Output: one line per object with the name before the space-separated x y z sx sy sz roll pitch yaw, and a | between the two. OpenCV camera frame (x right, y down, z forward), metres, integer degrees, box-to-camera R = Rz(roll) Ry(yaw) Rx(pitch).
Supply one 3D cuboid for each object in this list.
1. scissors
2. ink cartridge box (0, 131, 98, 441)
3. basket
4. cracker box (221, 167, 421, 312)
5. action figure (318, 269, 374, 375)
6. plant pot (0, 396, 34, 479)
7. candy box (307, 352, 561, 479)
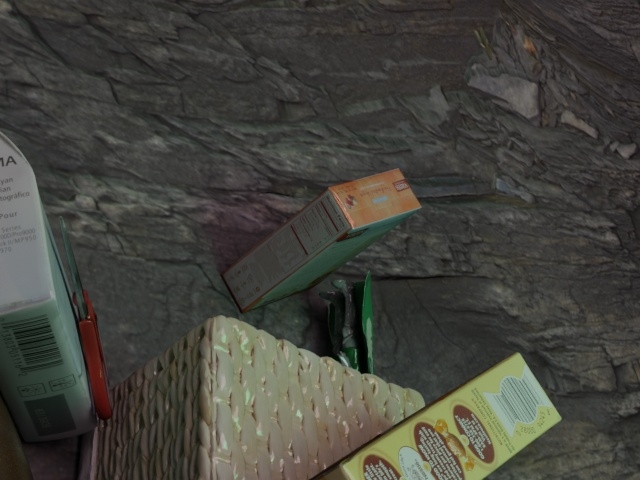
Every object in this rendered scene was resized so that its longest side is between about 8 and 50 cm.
scissors | -0.244 0.063 1.362 0.021 0.297 0.109 -10 40 -5
ink cartridge box | -0.315 -0.024 1.397 0.091 0.308 0.385 -10 61 -6
basket | -0.063 0.301 1.427 0.328 0.266 0.331 24 45 -31
cracker box | 0.000 0.000 1.748 0.155 0.232 0.067 -17 75 -51
action figure | 0.039 0.171 1.771 0.063 0.137 0.232 0 67 -19
plant pot | -0.365 0.218 1.251 0.215 0.215 0.230 26 28 -30
candy box | 0.073 0.224 1.260 0.316 0.183 0.087 -21 75 -51
